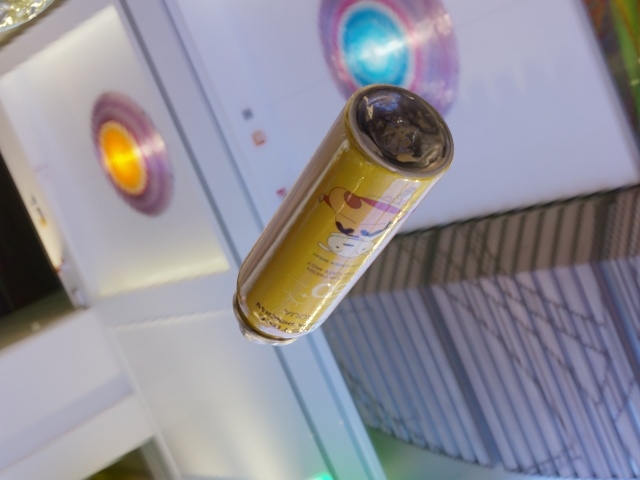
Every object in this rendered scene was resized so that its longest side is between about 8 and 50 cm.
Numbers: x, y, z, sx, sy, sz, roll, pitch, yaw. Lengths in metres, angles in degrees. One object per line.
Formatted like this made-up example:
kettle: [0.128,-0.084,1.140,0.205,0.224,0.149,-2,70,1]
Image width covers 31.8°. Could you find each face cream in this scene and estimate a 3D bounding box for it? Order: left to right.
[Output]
face cream: [0.000,0.000,1.065,0.105,0.105,0.349,-30,165,-39]

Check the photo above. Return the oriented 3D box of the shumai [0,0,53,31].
shumai: [-0.264,-0.269,0.702,0.222,0.272,0.204,-60,-176,-26]
